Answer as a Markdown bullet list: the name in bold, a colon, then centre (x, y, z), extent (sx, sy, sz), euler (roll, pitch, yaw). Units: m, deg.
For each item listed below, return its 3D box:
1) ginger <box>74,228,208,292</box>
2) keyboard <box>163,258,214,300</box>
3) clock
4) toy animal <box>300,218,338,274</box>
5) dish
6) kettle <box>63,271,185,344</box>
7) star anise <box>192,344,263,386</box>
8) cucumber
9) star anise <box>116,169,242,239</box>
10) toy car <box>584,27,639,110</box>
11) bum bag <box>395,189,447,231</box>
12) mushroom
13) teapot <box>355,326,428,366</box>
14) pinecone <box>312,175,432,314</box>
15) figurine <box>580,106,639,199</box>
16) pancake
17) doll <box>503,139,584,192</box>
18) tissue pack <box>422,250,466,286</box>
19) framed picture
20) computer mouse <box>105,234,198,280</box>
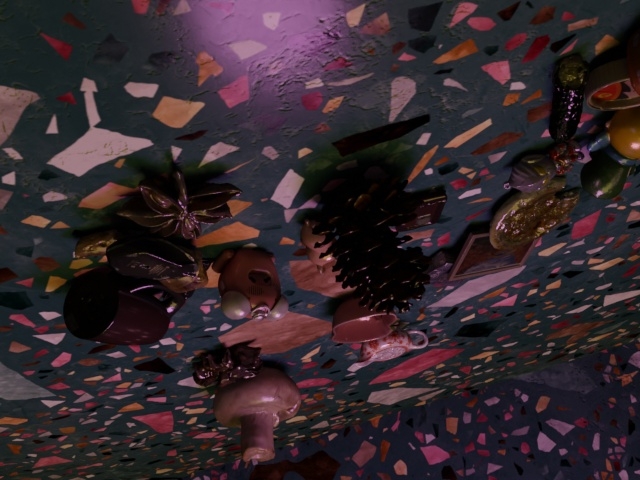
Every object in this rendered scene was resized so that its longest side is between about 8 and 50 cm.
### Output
- **ginger**: centre (-0.357, 0.039, 1.495), extent (0.295, 0.086, 0.131), euler (20, 147, -37)
- **keyboard**: centre (-0.306, 0.095, 1.692), extent (0.074, 0.015, 0.196), euler (0, 150, -29)
- **clock**: centre (-0.151, 0.103, 1.630), extent (0.166, 0.162, 0.093), euler (8, 143, -39)
- **toy animal**: centre (-0.006, 0.002, 1.607), extent (0.089, 0.083, 0.150), euler (-4, 143, 6)
- **dish**: centre (0.120, 0.212, 2.066), extent (0.214, 0.090, 0.213), euler (-10, 153, -5)
- **kettle**: centre (-0.420, 0.147, 1.623), extent (0.202, 0.144, 0.232), euler (-43, 154, 7)
- **star anise**: centre (-0.275, 0.386, 2.184), extent (0.214, 0.098, 0.220), euler (4, 149, -17)
- **cucumber**: centre (0.467, -0.249, 1.386), extent (0.067, 0.067, 0.245), euler (-18, 152, 6)
- **star anise**: centre (-0.265, -0.060, 1.352), extent (0.212, 0.073, 0.197), euler (13, 139, -41)
- **toy car**: centre (0.593, -0.293, 1.324), extent (0.235, 0.145, 0.235), euler (-2, 169, 0)
- **bum bag**: centre (0.226, -0.066, 1.663), extent (0.109, 0.026, 0.159), euler (-12, 159, -5)
- **mushroom**: centre (-0.195, 0.563, 2.351), extent (0.293, 0.289, 0.292), euler (-9, 150, -5)
- **teapot**: centre (0.220, 0.328, 2.323), extent (0.246, 0.116, 0.159), euler (-13, 141, 0)
- **pinecone**: centre (0.121, 0.013, 1.477), extent (0.246, 0.292, 0.246), euler (-26, -176, 2)
- **figurine**: centre (0.641, -0.206, 1.522), extent (0.185, 0.127, 0.234), euler (-30, 143, -51)
- **pancake**: centre (0.517, -0.059, 1.781), extent (0.254, 0.037, 0.253), euler (-18, 146, -13)
- **doll**: centre (0.477, -0.156, 1.572), extent (0.180, 0.079, 0.094), euler (-27, 124, 9)
- **tissue pack**: centre (0.343, 0.077, 1.964), extent (0.156, 0.051, 0.112), euler (9, 142, -40)
- **framed picture**: centre (0.462, 0.026, 1.906), extent (0.250, 0.016, 0.184), euler (-7, 140, -25)
- **computer mouse**: centre (-0.323, 0.030, 1.402), extent (0.192, 0.062, 0.106), euler (18, 144, -41)
